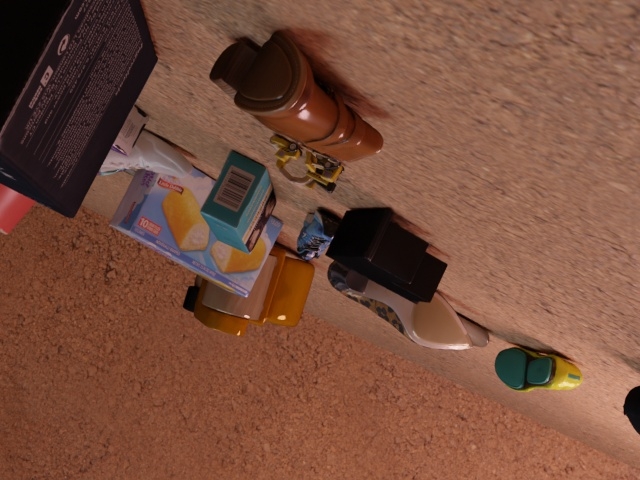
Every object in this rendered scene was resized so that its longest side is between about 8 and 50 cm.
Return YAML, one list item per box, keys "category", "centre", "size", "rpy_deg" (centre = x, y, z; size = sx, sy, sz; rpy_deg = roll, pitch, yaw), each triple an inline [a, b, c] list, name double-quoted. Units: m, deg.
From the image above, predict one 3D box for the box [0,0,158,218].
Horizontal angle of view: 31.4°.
- category: "box"
  centre: [-0.340, -0.199, 1.058]
  size: [0.293, 0.212, 0.395]
  rpy_deg: [26, 173, 1]

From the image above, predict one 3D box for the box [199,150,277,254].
- category: "box"
  centre: [-0.118, -0.051, 1.694]
  size: [0.060, 0.101, 0.244]
  rpy_deg: [26, 173, 5]

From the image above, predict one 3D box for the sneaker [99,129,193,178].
- category: "sneaker"
  centre: [-0.309, -0.136, 1.800]
  size: [0.212, 0.094, 0.080]
  rpy_deg: [28, 171, -7]

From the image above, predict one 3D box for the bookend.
- category: "bookend"
  centre: [0.109, 0.024, 1.522]
  size: [0.156, 0.072, 0.157]
  rpy_deg: [28, 172, -16]

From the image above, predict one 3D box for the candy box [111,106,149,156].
- category: "candy box"
  centre: [-0.367, -0.208, 1.611]
  size: [0.164, 0.070, 0.196]
  rpy_deg: [23, 172, 33]

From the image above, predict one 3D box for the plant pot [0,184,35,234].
- category: "plant pot"
  centre: [-0.586, -0.161, 2.028]
  size: [0.274, 0.243, 0.275]
  rpy_deg: [27, 173, 4]

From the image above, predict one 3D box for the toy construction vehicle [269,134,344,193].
- category: "toy construction vehicle"
  centre: [-0.017, -0.085, 1.362]
  size: [0.098, 0.035, 0.086]
  rpy_deg: [25, 172, 17]

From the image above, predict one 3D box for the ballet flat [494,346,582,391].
- category: "ballet flat"
  centre: [0.383, 0.231, 1.985]
  size: [0.077, 0.077, 0.231]
  rpy_deg: [12, 174, -15]

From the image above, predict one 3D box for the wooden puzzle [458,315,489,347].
- category: "wooden puzzle"
  centre: [0.182, 0.131, 2.122]
  size: [0.220, 0.044, 0.238]
  rpy_deg: [29, 168, -12]

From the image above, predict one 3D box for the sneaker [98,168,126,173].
- category: "sneaker"
  centre: [-0.408, -0.125, 1.871]
  size: [0.236, 0.105, 0.095]
  rpy_deg: [-6, 125, 13]

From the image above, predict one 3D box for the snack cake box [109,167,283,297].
- category: "snack cake box"
  centre: [-0.210, -0.029, 1.960]
  size: [0.264, 0.152, 0.089]
  rpy_deg: [32, 171, -33]

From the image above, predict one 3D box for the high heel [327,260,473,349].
- category: "high heel"
  centre: [0.136, 0.105, 1.961]
  size: [0.261, 0.093, 0.186]
  rpy_deg: [30, 179, -11]

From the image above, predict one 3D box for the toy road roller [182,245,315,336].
- category: "toy road roller"
  centre: [-0.122, 0.084, 2.282]
  size: [0.240, 0.203, 0.329]
  rpy_deg: [17, 180, -15]

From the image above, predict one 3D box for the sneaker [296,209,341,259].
- category: "sneaker"
  centre: [0.000, 0.000, 1.726]
  size: [0.063, 0.073, 0.162]
  rpy_deg: [28, 172, -7]

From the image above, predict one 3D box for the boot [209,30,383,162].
- category: "boot"
  centre: [-0.005, -0.116, 1.006]
  size: [0.152, 0.073, 0.197]
  rpy_deg: [32, -177, -24]

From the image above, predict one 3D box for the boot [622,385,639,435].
- category: "boot"
  centre: [0.494, 0.247, 1.596]
  size: [0.246, 0.094, 0.207]
  rpy_deg: [24, 171, -27]

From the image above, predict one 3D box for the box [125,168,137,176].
- category: "box"
  centre: [-0.320, -0.134, 2.050]
  size: [0.179, 0.043, 0.105]
  rpy_deg: [30, 172, 0]
